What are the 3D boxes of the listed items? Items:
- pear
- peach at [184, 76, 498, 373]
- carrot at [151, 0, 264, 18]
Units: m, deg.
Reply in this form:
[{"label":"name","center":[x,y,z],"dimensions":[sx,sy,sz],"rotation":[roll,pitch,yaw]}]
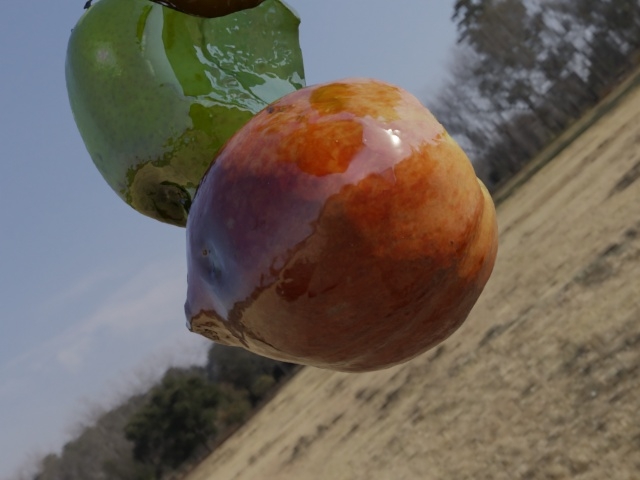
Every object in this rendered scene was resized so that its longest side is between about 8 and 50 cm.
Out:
[{"label":"pear","center":[-0.132,-0.144,1.114],"dimensions":[0.286,0.281,0.176],"rotation":[6,-30,-26]},{"label":"peach","center":[0.000,0.000,0.759],"dimensions":[0.257,0.232,0.232],"rotation":[-39,-3,3]},{"label":"carrot","center":[-0.077,-0.259,0.560],"dimensions":[0.241,0.341,0.241],"rotation":[-46,-30,-36]}]
